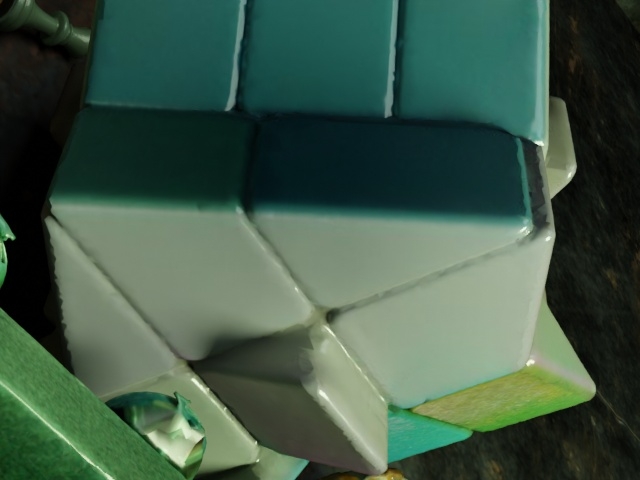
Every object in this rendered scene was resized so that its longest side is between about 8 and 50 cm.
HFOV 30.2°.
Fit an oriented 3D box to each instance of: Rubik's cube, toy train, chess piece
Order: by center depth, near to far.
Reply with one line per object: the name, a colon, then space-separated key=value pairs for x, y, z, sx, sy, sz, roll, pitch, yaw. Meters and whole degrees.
toy train: x=-0.183 y=0.115 z=0.585 sx=0.298 sy=0.194 sz=0.120 roll=49 pitch=12 yaw=-26
Rubik's cube: x=0.000 y=0.000 z=0.787 sx=0.358 sy=0.387 sz=0.368 roll=-83 pitch=178 yaw=-48
chess piece: x=-0.213 y=-0.167 z=0.919 sx=0.093 sy=0.042 sz=0.042 roll=27 pitch=44 yaw=-52

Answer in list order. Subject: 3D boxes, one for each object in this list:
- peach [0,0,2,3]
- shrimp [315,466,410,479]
peach: x=-0.284 y=-0.186 z=0.644 sx=0.252 sy=0.252 sz=0.252 roll=36 pitch=38 yaw=-35
shrimp: x=-0.022 y=0.258 z=0.815 sx=0.316 sy=0.062 sz=0.164 roll=-11 pitch=93 yaw=-48
